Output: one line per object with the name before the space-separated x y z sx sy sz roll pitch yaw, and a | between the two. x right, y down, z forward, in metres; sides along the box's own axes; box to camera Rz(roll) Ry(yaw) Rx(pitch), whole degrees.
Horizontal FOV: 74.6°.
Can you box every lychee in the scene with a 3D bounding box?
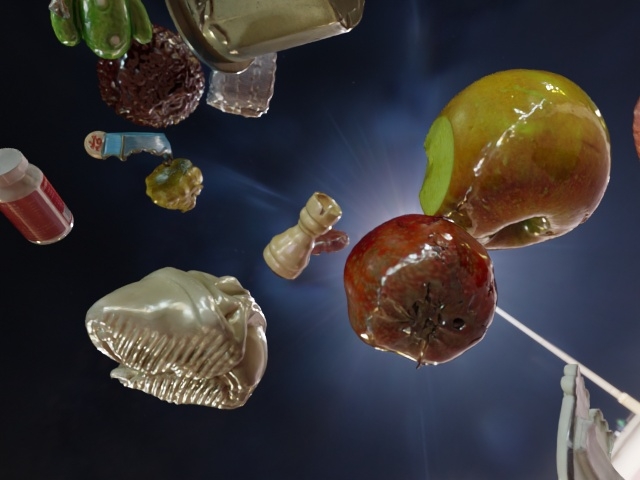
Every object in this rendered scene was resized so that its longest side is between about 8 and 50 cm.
lychee | -0.510 -0.496 1.274 0.306 0.330 0.306 -36 -33 -29

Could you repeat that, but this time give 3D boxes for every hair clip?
hair clip | 0.350 0.277 0.536 0.220 0.054 0.140 52 -123 -23

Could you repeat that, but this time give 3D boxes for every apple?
apple | 0.379 -0.164 0.886 0.374 0.375 0.384 -5 -15 -40

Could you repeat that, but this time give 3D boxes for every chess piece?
chess piece | -0.022 -0.007 0.585 0.066 0.066 0.122 9 -49 -46
chess piece | -0.672 -0.291 1.279 0.083 0.084 0.038 -35 0 -17

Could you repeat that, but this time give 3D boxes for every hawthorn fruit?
hawthorn fruit | 0.114 0.038 0.526 0.181 0.235 0.181 -1 -64 -2

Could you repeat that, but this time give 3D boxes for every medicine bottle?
medicine bottle | -0.760 -0.108 1.090 0.131 0.131 0.250 -31 -33 -21

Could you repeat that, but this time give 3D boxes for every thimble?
thimble | -0.221 -0.465 1.166 0.172 0.237 0.205 5 -16 -16

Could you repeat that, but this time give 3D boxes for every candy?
candy | -0.551 -0.562 0.877 0.046 0.053 0.182 -6 -76 -43

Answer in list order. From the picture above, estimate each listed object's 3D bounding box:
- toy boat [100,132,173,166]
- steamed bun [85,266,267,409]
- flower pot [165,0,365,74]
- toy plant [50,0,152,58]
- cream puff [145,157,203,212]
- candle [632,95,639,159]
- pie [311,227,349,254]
toy boat | -0.387 -0.193 0.915 0.185 0.075 0.077 -41 -43 -68
steamed bun | -0.265 0.179 0.862 0.324 0.219 0.310 3 -51 7
flower pot | -0.060 -0.340 0.535 0.212 0.202 0.213 -6 -83 -61
toy plant | -0.512 -0.606 1.009 0.224 0.184 0.316 -1 -63 -40
cream puff | -0.355 -0.129 1.052 0.146 0.146 0.116 -40 -35 -12
candle | 0.496 -0.107 0.489 0.131 0.317 0.287 -51 2 7
pie | 0.000 0.000 1.053 0.153 0.153 0.038 -17 -70 -33
